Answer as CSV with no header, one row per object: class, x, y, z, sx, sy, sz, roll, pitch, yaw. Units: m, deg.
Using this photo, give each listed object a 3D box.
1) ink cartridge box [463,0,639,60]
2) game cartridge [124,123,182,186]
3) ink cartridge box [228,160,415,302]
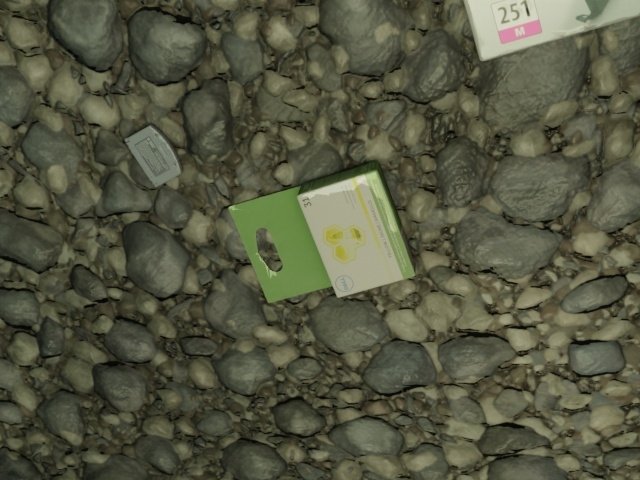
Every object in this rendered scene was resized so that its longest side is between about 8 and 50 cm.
ink cartridge box,0.301,-0.379,1.427,0.275,0.060,0.239,-14,111,14
game cartridge,-0.236,-0.123,1.637,0.056,0.017,0.083,-25,107,21
ink cartridge box,0.000,0.000,1.634,0.235,0.056,0.171,-17,110,13
